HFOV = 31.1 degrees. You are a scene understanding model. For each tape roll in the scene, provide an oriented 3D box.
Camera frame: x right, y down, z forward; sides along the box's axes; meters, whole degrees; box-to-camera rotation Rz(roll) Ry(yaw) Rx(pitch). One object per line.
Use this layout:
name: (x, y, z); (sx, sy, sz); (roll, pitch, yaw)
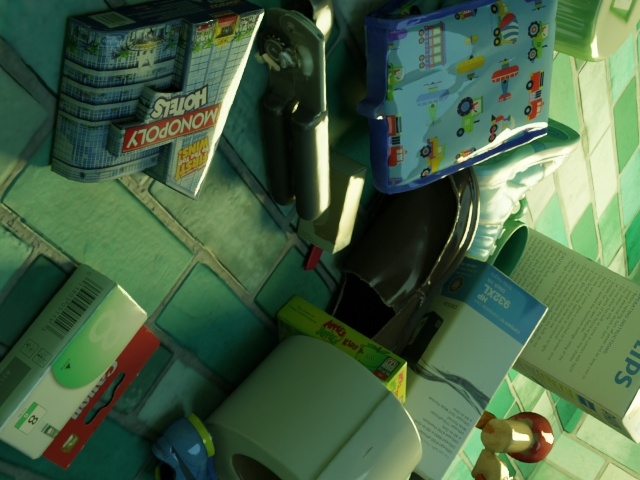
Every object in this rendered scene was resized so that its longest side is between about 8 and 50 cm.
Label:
tape roll: (-0.014, 0.266, 1.483); (0.169, 0.246, 0.246); (-45, 151, -30)

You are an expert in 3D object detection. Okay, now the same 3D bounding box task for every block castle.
block castle: (0.168, 0.435, 1.935); (0.213, 0.303, 0.453); (19, 100, -58)

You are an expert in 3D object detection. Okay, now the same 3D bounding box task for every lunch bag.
lunch bag: (0.154, -0.197, 1.407); (0.293, 0.138, 0.221); (-31, 131, -39)

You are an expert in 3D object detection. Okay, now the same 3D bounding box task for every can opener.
can opener: (-0.010, -0.146, 1.250); (0.095, 0.076, 0.283); (-44, 151, -29)

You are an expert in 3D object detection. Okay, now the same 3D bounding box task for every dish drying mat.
dish drying mat: (0.000, 0.000, 1.502); (0.032, 0.008, 0.083); (-8, 122, -60)

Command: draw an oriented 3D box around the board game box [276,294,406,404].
board game box: (0.027, 0.153, 1.510); (0.043, 0.181, 0.092); (-45, 151, -30)

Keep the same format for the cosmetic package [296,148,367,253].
cosmetic package: (0.013, -0.048, 1.416); (0.041, 0.060, 0.115); (-32, 141, -48)

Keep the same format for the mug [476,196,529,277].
mug: (0.276, -0.001, 1.903); (0.157, 0.097, 0.129); (-53, 153, -16)

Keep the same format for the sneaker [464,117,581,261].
sneaker: (0.275, -0.077, 1.797); (0.319, 0.127, 0.208); (-18, 131, -42)

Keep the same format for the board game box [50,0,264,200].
board game box: (-0.149, -0.117, 1.045); (0.194, 0.060, 0.194); (-27, 139, -49)

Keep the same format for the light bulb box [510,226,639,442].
light bulb box: (0.474, 0.173, 2.143); (0.225, 0.361, 0.358); (-58, 155, -4)

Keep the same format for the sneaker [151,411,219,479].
sneaker: (-0.172, 0.296, 1.442); (0.082, 0.069, 0.209); (-32, 145, -22)

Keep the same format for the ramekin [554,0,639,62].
ramekin: (0.374, -0.395, 1.586); (0.303, 0.148, 0.303); (-47, 154, -32)

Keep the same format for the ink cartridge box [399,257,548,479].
ink cartridge box: (0.166, 0.182, 1.733); (0.129, 0.223, 0.307); (36, 82, -20)

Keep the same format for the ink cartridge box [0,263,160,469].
ink cartridge box: (-0.238, 0.145, 1.170); (0.181, 0.056, 0.224); (-53, 152, -13)

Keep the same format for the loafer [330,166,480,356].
loafer: (0.105, 0.036, 1.585); (0.130, 0.134, 0.366); (-16, 131, -55)
